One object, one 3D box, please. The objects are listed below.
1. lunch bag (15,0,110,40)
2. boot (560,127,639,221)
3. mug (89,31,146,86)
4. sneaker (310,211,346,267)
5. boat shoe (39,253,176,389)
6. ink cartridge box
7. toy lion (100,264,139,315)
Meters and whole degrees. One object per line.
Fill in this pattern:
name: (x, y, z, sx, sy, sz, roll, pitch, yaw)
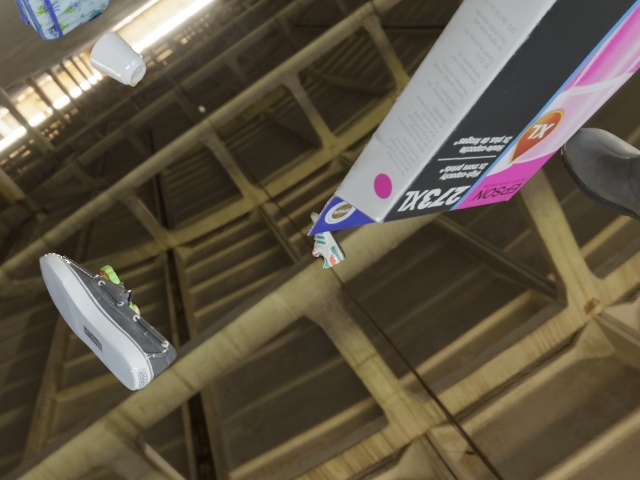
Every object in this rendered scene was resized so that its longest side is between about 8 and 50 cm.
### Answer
lunch bag: (-0.518, -0.497, 1.202, 0.176, 0.090, 0.219, -37, -177, -16)
boot: (0.488, -0.116, 0.869, 0.118, 0.223, 0.338, -30, -129, -7)
mug: (-0.292, -0.265, 0.903, 0.062, 0.064, 0.078, -55, 176, 15)
sneaker: (0.000, 0.000, 1.599, 0.075, 0.057, 0.161, -34, -111, 8)
boat shoe: (-0.266, 0.087, 0.764, 0.228, 0.080, 0.076, 37, -136, 26)
ink cartridge box: (0.142, -0.108, 0.477, 0.175, 0.069, 0.371, -11, 152, -37)
toy lion: (-0.393, 0.097, 1.171, 0.034, 0.096, 0.100, -27, -147, -31)
